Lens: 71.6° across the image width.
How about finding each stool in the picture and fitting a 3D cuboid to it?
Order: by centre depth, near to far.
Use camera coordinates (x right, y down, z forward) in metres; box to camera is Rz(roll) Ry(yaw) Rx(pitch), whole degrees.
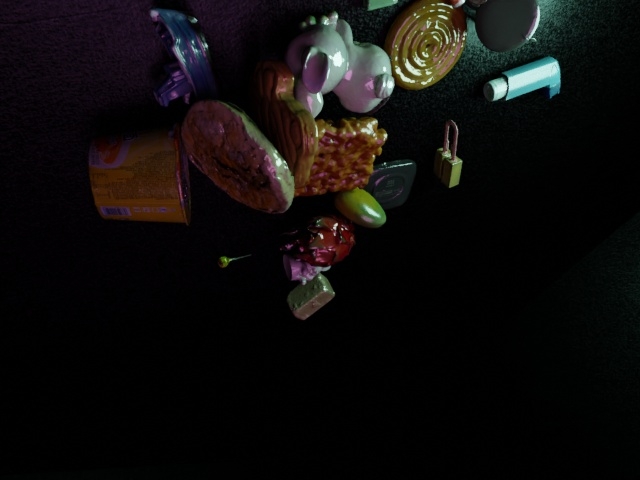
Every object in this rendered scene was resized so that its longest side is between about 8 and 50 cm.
[{"bbox_3d":[0.484,-0.612,1.172,0.153,0.139,0.228,-20,113,33],"label":"stool"}]

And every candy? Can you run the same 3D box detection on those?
[{"bbox_3d":[-0.296,0.065,1.537,0.123,0.035,0.035,-13,140,-27],"label":"candy"}]

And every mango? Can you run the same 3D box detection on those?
[{"bbox_3d":[0.130,-0.111,1.469,0.195,0.130,0.091,31,128,-3],"label":"mango"}]

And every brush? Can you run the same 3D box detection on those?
[{"bbox_3d":[0.435,-0.300,1.494,0.047,0.103,0.233,-20,137,-13],"label":"brush"}]

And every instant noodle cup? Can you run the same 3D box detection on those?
[{"bbox_3d":[-0.434,-0.158,1.092,0.200,0.264,0.264,-5,134,-11],"label":"instant noodle cup"}]

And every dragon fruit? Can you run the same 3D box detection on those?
[{"bbox_3d":[0.000,0.000,1.504,0.274,0.192,0.193,-25,117,-4],"label":"dragon fruit"}]

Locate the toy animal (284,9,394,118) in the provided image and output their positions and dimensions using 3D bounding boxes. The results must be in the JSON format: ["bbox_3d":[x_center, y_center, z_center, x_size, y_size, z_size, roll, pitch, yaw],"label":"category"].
[{"bbox_3d":[0.033,-0.411,1.082,0.310,0.247,0.183,-1,145,-43],"label":"toy animal"}]

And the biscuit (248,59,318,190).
[{"bbox_3d":[-0.109,-0.267,1.079,0.057,0.311,0.351,-18,-179,-22],"label":"biscuit"}]

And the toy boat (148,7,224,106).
[{"bbox_3d":[-0.315,-0.374,1.008,0.143,0.129,0.309,-32,146,-17],"label":"toy boat"}]

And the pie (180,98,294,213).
[{"bbox_3d":[-0.194,-0.180,1.045,0.077,0.339,0.339,-52,146,-26],"label":"pie"}]

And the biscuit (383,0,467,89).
[{"bbox_3d":[0.294,-0.540,1.231,0.262,0.037,0.261,-15,137,-15],"label":"biscuit"}]

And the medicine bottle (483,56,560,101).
[{"bbox_3d":[0.650,-0.500,1.421,0.259,0.079,0.124,-19,138,-8],"label":"medicine bottle"}]

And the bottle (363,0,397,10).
[{"bbox_3d":[0.150,-0.596,1.105,0.083,0.030,0.030,-18,137,-11],"label":"bottle"}]

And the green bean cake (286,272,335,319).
[{"bbox_3d":[-0.042,0.219,1.757,0.179,0.109,0.085,-37,137,12],"label":"green bean cake"}]

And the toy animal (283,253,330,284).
[{"bbox_3d":[-0.017,0.091,1.635,0.221,0.131,0.103,-9,121,-23],"label":"toy animal"}]

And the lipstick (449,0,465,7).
[{"bbox_3d":[0.318,-0.650,1.113,0.038,0.038,0.131,-41,125,15],"label":"lipstick"}]

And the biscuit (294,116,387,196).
[{"bbox_3d":[0.021,-0.241,1.287,0.312,0.110,0.318,-8,151,-19],"label":"biscuit"}]

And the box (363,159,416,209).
[{"bbox_3d":[0.230,-0.183,1.547,0.213,0.042,0.201,-11,134,-17],"label":"box"}]
